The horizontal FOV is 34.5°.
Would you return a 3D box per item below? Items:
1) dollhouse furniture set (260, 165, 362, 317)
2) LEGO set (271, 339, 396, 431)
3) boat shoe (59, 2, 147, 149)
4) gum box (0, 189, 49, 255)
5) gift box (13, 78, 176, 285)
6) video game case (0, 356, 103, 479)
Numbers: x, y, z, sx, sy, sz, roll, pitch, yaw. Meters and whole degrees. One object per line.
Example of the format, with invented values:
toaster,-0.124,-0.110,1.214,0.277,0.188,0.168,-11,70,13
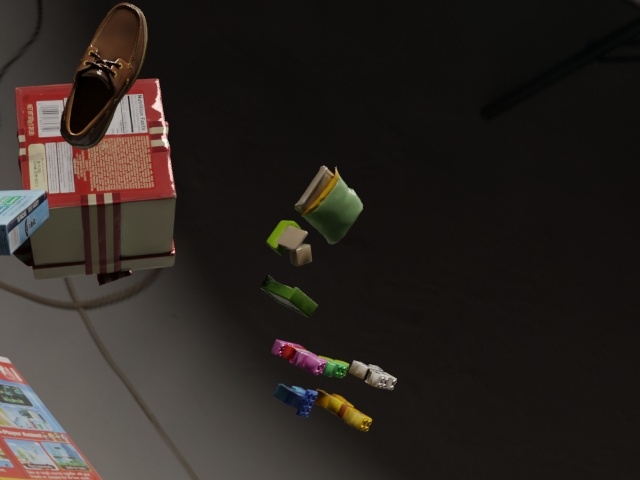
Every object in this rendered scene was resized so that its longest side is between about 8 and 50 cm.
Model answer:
dollhouse furniture set,0.000,0.000,1.076,0.058,0.076,0.152,19,70,51
LEGO set,0.027,0.212,1.423,0.093,0.227,0.087,26,94,42
boat shoe,-0.246,-0.189,1.178,0.064,0.060,0.178,23,88,-6
gum box,-0.437,-0.021,1.230,0.184,0.157,0.041,-1,107,2
gift box,-0.370,-0.093,1.617,0.276,0.258,0.255,-2,62,-10
video game case,-0.185,0.159,0.622,0.025,0.204,0.285,-49,64,4
